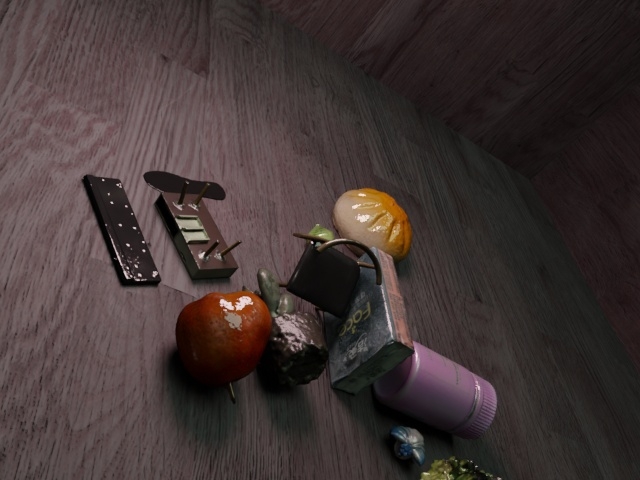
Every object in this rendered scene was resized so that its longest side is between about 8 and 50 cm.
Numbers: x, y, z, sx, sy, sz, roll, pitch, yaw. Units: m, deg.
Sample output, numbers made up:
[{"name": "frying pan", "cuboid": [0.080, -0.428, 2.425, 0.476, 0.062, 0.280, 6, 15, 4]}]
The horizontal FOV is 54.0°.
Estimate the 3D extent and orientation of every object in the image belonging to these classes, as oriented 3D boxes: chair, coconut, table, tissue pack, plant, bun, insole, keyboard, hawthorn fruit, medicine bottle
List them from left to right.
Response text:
[{"name": "keyboard", "cuboid": [-0.452, -0.029, 1.419, 0.101, 0.018, 0.309, 4, 48, -49]}, {"name": "insole", "cuboid": [-0.358, -0.144, 1.686, 0.253, 0.005, 0.086, 7, 47, -45]}, {"name": "table", "cuboid": [-0.287, -0.035, 1.530, 0.121, 0.111, 0.240, -1, 52, -49]}, {"name": "hawthorn fruit", "cuboid": [-0.193, 0.217, 1.270, 0.196, 0.196, 0.225, 12, 58, -42]}, {"name": "plant", "cuboid": [-0.096, 0.198, 1.434, 0.149, 0.146, 0.274, 1, 42, -38]}, {"name": "coconut", "cuboid": [0.000, 0.000, 1.852, 0.088, 0.088, 0.096, -10, 88, -54]}, {"name": "chair", "cuboid": [0.013, 0.083, 1.555, 0.188, 0.272, 0.166, 30, 77, -21]}, {"name": "tissue pack", "cuboid": [0.114, 0.201, 1.591, 0.103, 0.228, 0.315, 26, 35, -27]}, {"name": "bun", "cuboid": [0.191, -0.068, 2.079, 0.299, 0.165, 0.299, 32, 31, -22]}, {"name": "medicine bottle", "cuboid": [0.295, 0.386, 1.624, 0.291, 0.178, 0.178, 29, 33, -24]}]

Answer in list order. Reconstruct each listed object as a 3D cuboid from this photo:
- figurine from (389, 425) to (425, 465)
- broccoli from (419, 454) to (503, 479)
[{"name": "figurine", "cuboid": [0.210, 0.490, 1.512, 0.114, 0.079, 0.114, 39, -6, 5]}, {"name": "broccoli", "cuboid": [0.258, 0.606, 1.222, 0.317, 0.338, 0.277, 40, -7, 39]}]
